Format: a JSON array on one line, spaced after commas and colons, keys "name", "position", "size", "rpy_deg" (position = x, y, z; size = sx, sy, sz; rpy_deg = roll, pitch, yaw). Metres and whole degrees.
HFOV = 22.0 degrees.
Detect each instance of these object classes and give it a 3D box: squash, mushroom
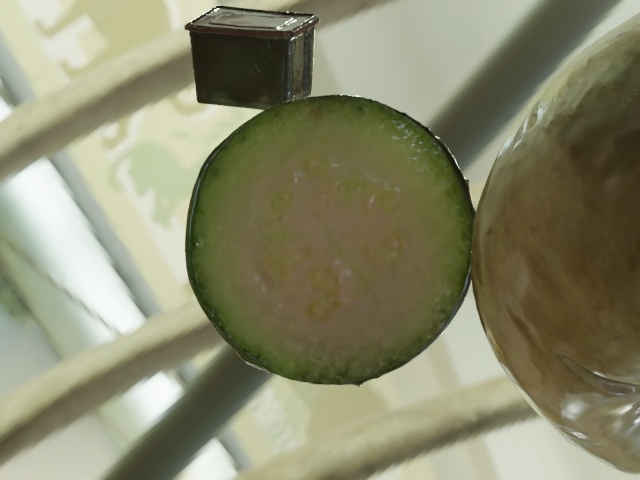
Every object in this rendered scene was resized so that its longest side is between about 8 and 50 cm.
[{"name": "squash", "position": [0.000, 0.000, 0.982], "size": [0.170, 0.170, 0.123], "rpy_deg": [53, -7, -5]}, {"name": "mushroom", "position": [0.170, -0.002, 0.630], "size": [0.189, 0.253, 0.195], "rpy_deg": [31, 37, -45]}]

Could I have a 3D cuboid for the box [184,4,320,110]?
[{"name": "box", "position": [-0.048, -0.130, 1.176], "size": [0.084, 0.060, 0.063], "rpy_deg": [6, -68, 19]}]
